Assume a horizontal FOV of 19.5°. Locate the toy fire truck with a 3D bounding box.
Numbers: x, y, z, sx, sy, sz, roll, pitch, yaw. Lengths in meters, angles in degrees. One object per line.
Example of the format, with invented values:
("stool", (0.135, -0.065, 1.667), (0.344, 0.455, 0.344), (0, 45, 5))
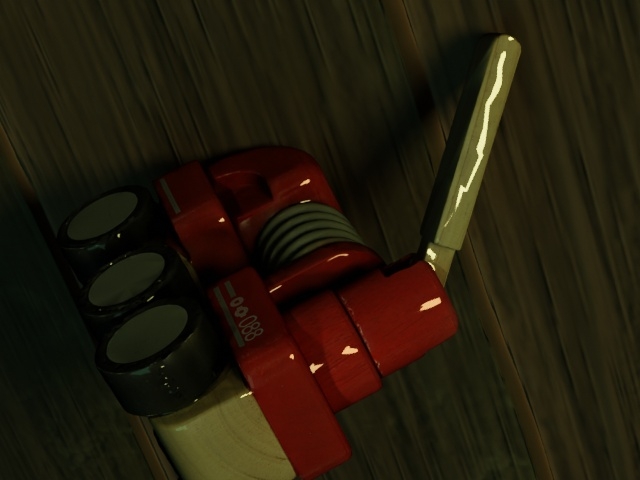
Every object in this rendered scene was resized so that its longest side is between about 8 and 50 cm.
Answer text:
("toy fire truck", (0.000, 0.000, 0.950), (0.246, 0.217, 0.158), (-28, 118, -2))
